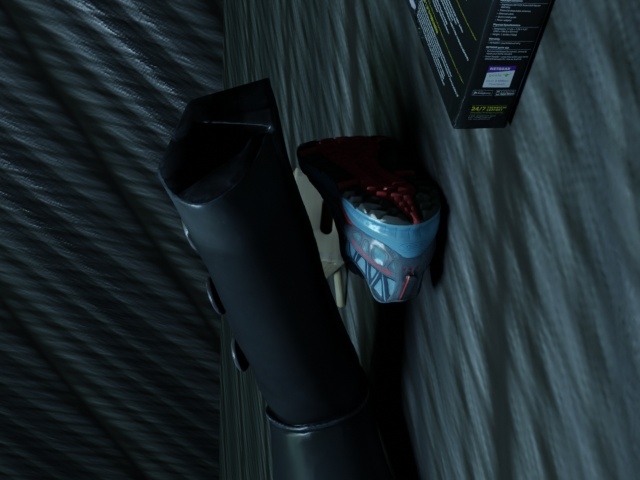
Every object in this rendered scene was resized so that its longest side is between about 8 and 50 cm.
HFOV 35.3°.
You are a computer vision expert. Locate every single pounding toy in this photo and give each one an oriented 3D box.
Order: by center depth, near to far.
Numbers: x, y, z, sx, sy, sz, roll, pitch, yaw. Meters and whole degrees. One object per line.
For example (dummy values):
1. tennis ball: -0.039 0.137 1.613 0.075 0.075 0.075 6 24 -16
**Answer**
1. pounding toy: 0.000 0.000 1.256 0.130 0.100 0.141 132 145 -73

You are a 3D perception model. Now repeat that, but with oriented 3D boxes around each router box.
1. router box: 0.109 -0.190 0.738 0.133 0.046 0.179 101 161 -49

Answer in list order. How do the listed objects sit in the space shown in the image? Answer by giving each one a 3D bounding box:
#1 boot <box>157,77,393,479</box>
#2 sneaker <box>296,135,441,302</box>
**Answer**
1. boot: -0.024 0.115 0.960 0.367 0.146 0.445 -110 5 -55
2. sneaker: 0.038 -0.024 0.996 0.262 0.104 0.125 -116 24 -63
